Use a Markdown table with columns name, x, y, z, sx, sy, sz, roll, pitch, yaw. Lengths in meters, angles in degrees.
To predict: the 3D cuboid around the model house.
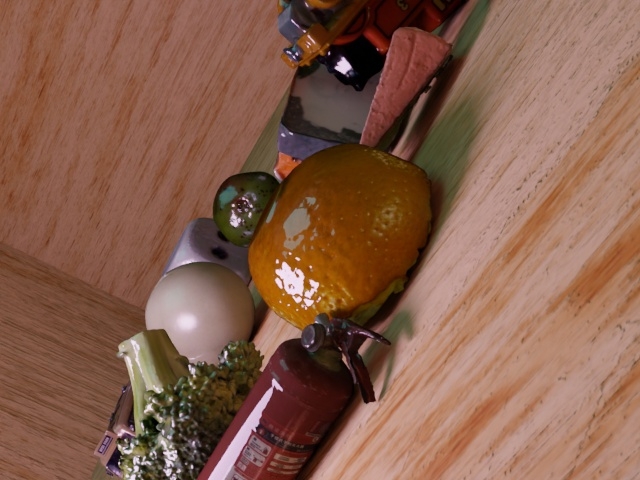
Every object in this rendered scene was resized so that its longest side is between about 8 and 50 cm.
| name | x | y | z | sx | sy | sz | roll | pitch | yaw |
| --- | --- | --- | --- | --- | --- | --- | --- | --- | --- |
| model house | 0.027 | -0.180 | 1.602 | 0.301 | 0.190 | 0.271 | 106 | 178 | -53 |

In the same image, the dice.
| name | x | y | z | sx | sy | sz | roll | pitch | yaw |
| --- | --- | --- | --- | --- | --- | --- | --- | --- | --- |
| dice | -0.278 | 0.074 | 2.231 | 0.193 | 0.194 | 0.191 | -57 | 11 | 35 |

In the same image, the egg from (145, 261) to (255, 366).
| name | x | y | z | sx | sy | sz | roll | pitch | yaw |
| --- | --- | --- | --- | --- | --- | --- | --- | --- | --- |
| egg | -0.241 | 0.150 | 1.818 | 0.219 | 0.219 | 0.269 | -66 | 8 | -17 |

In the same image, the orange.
| name | x | y | z | sx | sy | sz | roll | pitch | yaw |
| --- | --- | --- | --- | --- | --- | --- | --- | --- | --- |
| orange | 0.018 | -0.009 | 1.197 | 0.262 | 0.196 | 0.334 | -49 | 4 | -1 |

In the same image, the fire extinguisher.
| name | x | y | z | sx | sy | sz | roll | pitch | yaw |
| --- | --- | --- | --- | --- | --- | --- | --- | --- | --- |
| fire extinguisher | -0.030 | 0.216 | 1.047 | 0.337 | 0.106 | 0.147 | -59 | 43 | 20 |

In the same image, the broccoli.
| name | x | y | z | sx | sy | sz | roll | pitch | yaw |
| --- | --- | --- | --- | --- | --- | --- | --- | --- | --- |
| broccoli | -0.174 | 0.253 | 1.283 | 0.288 | 0.235 | 0.259 | -46 | 39 | 44 |

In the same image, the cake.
| name | x | y | z | sx | sy | sz | roll | pitch | yaw |
| --- | --- | --- | --- | --- | --- | --- | --- | --- | --- |
| cake | 0.099 | -0.213 | 1.343 | 0.225 | 0.090 | 0.109 | -54 | -2 | 0 |

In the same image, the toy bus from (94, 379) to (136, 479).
| name | x | y | z | sx | sy | sz | roll | pitch | yaw |
| --- | --- | --- | --- | --- | --- | --- | --- | --- | --- |
| toy bus | -0.418 | 0.436 | 2.108 | 0.139 | 0.157 | 0.289 | -60 | 11 | 17 |

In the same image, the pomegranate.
| name | x | y | z | sx | sy | sz | roll | pitch | yaw |
| --- | --- | --- | --- | --- | --- | --- | --- | --- | --- |
| pomegranate | -0.156 | -0.069 | 2.107 | 0.181 | 0.182 | 0.224 | -63 | -4 | -2 |

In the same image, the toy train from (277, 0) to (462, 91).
| name | x | y | z | sx | sy | sz | roll | pitch | yaw |
| --- | --- | --- | --- | --- | --- | --- | --- | --- | --- |
| toy train | 0.093 | -0.406 | 1.468 | 0.369 | 0.232 | 0.163 | -51 | 11 | -13 |
